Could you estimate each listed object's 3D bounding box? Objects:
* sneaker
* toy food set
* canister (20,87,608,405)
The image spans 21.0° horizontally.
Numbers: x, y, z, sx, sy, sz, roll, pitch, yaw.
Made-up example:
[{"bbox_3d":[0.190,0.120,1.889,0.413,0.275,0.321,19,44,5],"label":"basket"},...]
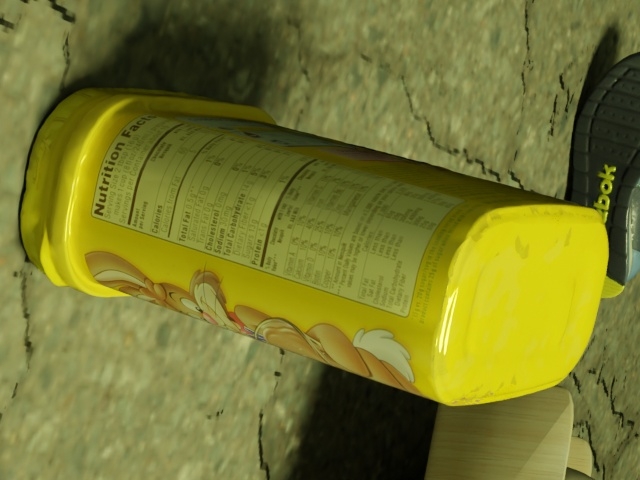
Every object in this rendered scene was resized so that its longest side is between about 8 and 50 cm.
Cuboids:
[{"bbox_3d":[0.174,-0.041,0.975,0.059,0.053,0.144,-23,132,-51],"label":"sneaker"},{"bbox_3d":[0.097,0.190,0.833,0.306,0.092,0.220,44,56,-74],"label":"toy food set"},{"bbox_3d":[0.000,0.000,0.603,0.126,0.170,0.073,-1,105,-57],"label":"canister"}]
